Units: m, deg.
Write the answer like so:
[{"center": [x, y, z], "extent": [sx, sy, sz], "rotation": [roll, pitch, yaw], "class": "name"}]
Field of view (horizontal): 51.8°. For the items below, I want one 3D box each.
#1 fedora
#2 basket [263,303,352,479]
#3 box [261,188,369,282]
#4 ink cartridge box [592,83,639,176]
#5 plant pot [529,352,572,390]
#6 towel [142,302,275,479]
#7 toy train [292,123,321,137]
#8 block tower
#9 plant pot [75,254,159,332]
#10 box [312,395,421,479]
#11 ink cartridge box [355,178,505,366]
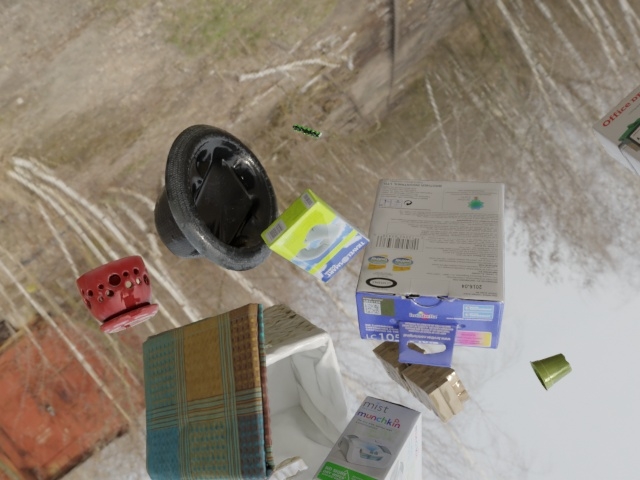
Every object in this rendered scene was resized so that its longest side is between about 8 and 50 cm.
[{"center": [-0.230, -0.070, 1.331], "extent": [0.153, 0.334, 0.334], "rotation": [-24, -169, 28], "class": "fedora"}, {"center": [-0.137, 0.354, 1.457], "extent": [0.328, 0.331, 0.266], "rotation": [-21, -158, -20], "class": "basket"}, {"center": [0.000, 0.000, 1.071], "extent": [0.109, 0.178, 0.042], "rotation": [-44, -132, 11], "class": "box"}, {"center": [0.620, -0.184, 1.166], "extent": [0.160, 0.092, 0.219], "rotation": [-44, -143, 12], "class": "ink cartridge box"}, {"center": [0.578, 0.320, 1.641], "extent": [0.079, 0.083, 0.083], "rotation": [-29, -175, 5], "class": "plant pot"}, {"center": [-0.200, 0.268, 1.111], "extent": [0.040, 0.271, 0.370], "rotation": [8, 159, -40], "class": "towel"}, {"center": [-0.032, -0.271, 1.628], "extent": [0.024, 0.083, 0.017], "rotation": [-24, 130, -53], "class": "toy train"}, {"center": [0.247, 0.334, 1.650], "extent": [0.091, 0.097, 0.335], "rotation": [-33, -162, -10], "class": "block tower"}, {"center": [-0.556, 0.155, 1.821], "extent": [0.191, 0.174, 0.191], "rotation": [-22, 175, -2], "class": "plant pot"}, {"center": [0.097, 0.479, 1.260], "extent": [0.127, 0.262, 0.231], "rotation": [11, -147, 27], "class": "box"}, {"center": [0.220, 0.058, 1.298], "extent": [0.270, 0.151, 0.395], "rotation": [3, -137, 13], "class": "ink cartridge box"}]
